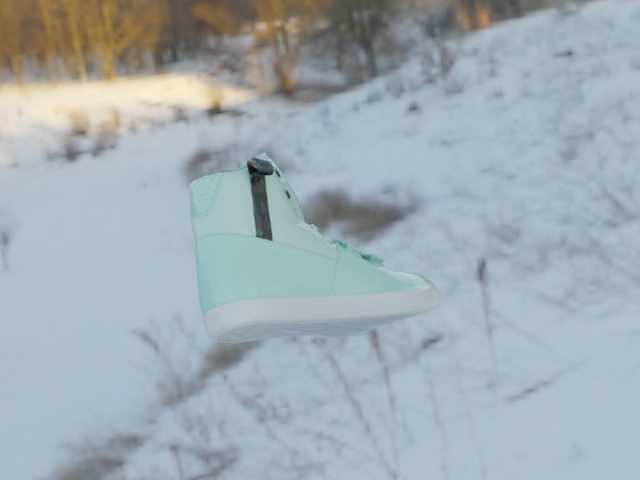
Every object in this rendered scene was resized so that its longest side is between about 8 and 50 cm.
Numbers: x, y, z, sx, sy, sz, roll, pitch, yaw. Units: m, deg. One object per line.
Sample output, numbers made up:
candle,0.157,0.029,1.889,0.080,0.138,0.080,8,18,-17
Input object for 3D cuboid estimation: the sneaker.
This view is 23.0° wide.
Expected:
sneaker,0.000,0.000,1.276,0.094,0.151,0.256,-22,-16,39
